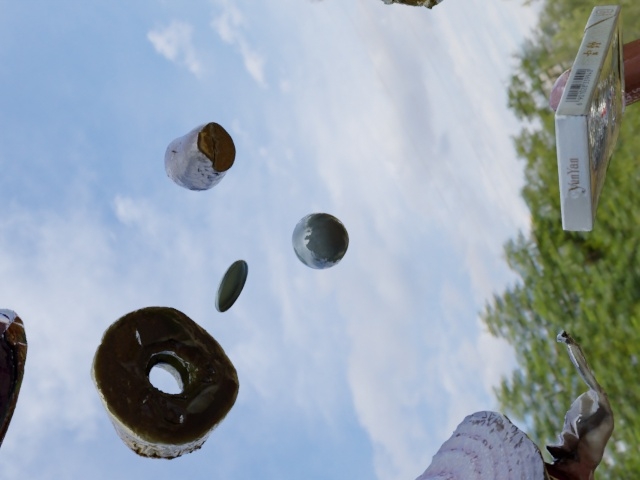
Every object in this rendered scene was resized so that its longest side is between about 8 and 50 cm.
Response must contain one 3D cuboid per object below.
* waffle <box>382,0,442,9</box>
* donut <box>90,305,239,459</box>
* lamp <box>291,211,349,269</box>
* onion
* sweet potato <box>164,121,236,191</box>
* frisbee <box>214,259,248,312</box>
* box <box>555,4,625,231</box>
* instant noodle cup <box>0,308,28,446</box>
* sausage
[{"bbox_3d":[0.012,-0.260,0.859,0.046,0.192,0.161,-115,3,-70],"label":"waffle"},{"bbox_3d":[-0.336,0.308,2.070,0.330,0.160,0.330,8,-124,-12],"label":"donut"},{"bbox_3d":[0.000,0.000,1.694,0.105,0.105,0.105,48,-154,-32],"label":"lamp"},{"bbox_3d":[0.149,0.272,0.682,0.230,0.272,0.256,46,-159,-12],"label":"onion"},{"bbox_3d":[-0.159,-0.093,1.204,0.077,0.077,0.243,61,161,-4],"label":"sweet potato"},{"bbox_3d":[-0.170,0.086,1.828,0.014,0.110,0.110,24,-165,16],"label":"frisbee"},{"bbox_3d":[0.192,-0.090,0.675,0.167,0.024,0.090,-59,-36,-47],"label":"box"},{"bbox_3d":[-0.423,0.140,0.889,0.190,0.251,0.251,32,-145,-34],"label":"instant noodle cup"},{"bbox_3d":[0.367,-0.198,1.143,0.077,0.194,0.077,47,-148,-42],"label":"sausage"}]
